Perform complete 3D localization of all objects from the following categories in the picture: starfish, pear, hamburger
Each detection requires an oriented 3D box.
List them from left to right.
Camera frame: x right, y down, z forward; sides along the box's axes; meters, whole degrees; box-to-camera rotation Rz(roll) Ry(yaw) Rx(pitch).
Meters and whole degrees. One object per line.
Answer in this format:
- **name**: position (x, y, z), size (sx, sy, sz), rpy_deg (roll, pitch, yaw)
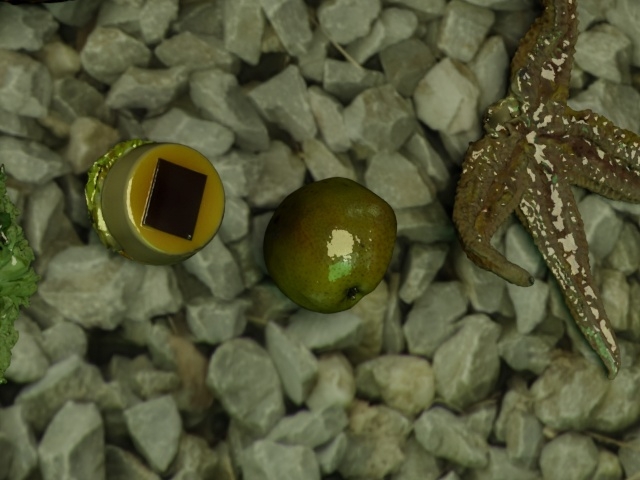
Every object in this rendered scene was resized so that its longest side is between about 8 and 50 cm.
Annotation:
- **hamburger**: position (-0.166, -0.038, 1.754), size (0.141, 0.081, 0.126), rpy_deg (1, 85, -31)
- **pear**: position (0.000, 0.000, 1.773), size (0.104, 0.141, 0.141), rpy_deg (18, 77, -34)
- **starfish**: position (0.270, -0.086, 1.886), size (0.384, 0.132, 0.398), rpy_deg (39, 59, -18)

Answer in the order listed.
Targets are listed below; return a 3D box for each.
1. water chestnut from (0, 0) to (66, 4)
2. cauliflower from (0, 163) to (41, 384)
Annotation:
- **water chestnut**: position (-0.274, -0.339, 1.699), size (0.224, 0.238, 0.223), rpy_deg (-6, 127, -9)
- **cauliflower**: position (-0.368, 0.026, 1.587), size (0.275, 0.250, 0.272), rpy_deg (40, 75, -15)
